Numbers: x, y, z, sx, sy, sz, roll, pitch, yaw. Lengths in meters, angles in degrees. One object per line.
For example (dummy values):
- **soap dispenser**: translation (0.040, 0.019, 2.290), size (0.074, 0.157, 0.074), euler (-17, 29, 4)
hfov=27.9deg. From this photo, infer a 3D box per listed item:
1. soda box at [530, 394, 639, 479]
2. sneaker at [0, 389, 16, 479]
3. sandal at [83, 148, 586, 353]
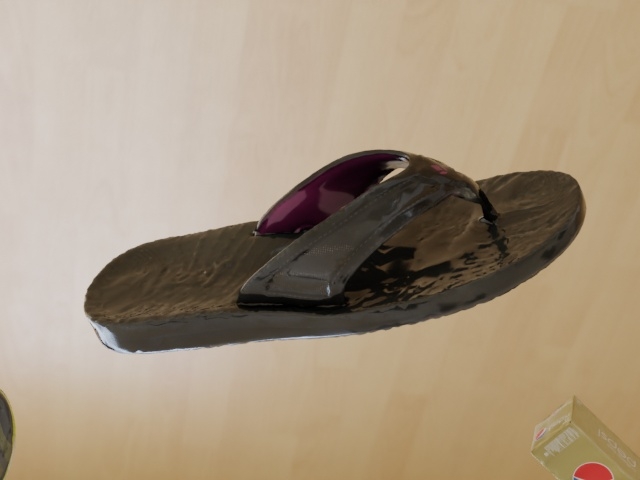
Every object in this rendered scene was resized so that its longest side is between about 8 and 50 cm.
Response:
- **soda box**: translation (0.300, 0.247, 1.319), size (0.181, 0.061, 0.058), euler (44, 114, -5)
- **sneaker**: translation (-0.425, 0.307, 1.469), size (0.111, 0.121, 0.300), euler (17, 86, -13)
- **sandal**: translation (-0.002, 0.002, 1.088), size (0.446, 0.167, 0.107), euler (-12, 123, 12)
